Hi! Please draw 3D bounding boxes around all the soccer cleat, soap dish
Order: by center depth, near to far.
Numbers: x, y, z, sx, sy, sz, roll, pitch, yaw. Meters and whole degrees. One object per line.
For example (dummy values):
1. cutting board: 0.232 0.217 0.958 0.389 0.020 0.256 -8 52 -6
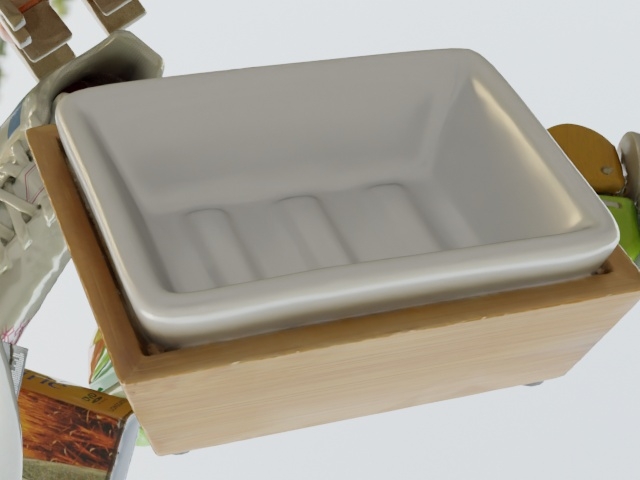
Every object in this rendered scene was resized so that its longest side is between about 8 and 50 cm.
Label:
1. soap dish: 0.000 0.000 0.940 0.291 0.118 0.229 -9 -140 -18
2. soccer cleat: -0.219 -0.031 1.220 0.116 0.143 0.331 35 -128 -9

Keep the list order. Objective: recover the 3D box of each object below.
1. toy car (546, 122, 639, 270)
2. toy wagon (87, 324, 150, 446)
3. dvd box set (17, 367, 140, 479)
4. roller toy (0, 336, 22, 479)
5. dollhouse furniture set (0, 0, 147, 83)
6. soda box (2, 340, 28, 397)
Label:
1. toy car: 0.228 -0.015 1.493 0.159 0.136 0.182 4 -139 -8
2. toy wagon: -0.086 0.014 1.353 0.068 0.344 0.267 27 -119 -18
3. dvd box set: -0.374 0.212 1.296 0.420 0.062 0.307 17 -83 8
4. roller toy: -0.188 0.053 0.437 0.209 0.191 0.146 0 -157 37
5. dollhouse furniture set: -0.183 -0.277 1.334 0.259 0.262 0.135 -36 -98 -12
6. soda box: -0.230 0.067 0.902 0.060 0.169 0.053 4 -102 23
